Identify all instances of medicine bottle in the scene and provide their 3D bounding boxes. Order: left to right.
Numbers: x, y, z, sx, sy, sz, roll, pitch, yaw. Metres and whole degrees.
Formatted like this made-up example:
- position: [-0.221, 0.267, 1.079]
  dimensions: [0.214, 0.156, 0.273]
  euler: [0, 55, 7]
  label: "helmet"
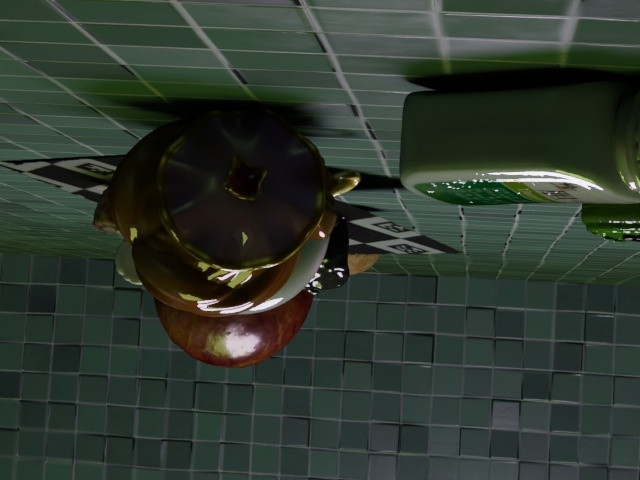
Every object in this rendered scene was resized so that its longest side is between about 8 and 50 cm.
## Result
- position: [0.142, -0.055, 0.974]
  dimensions: [0.183, 0.069, 0.119]
  euler: [-1, 172, 39]
  label: "medicine bottle"

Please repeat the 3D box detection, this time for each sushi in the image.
- position: [-0.087, 0.003, 1.622]
  dimensions: [0.320, 0.069, 0.339]
  euler: [-1, 164, 42]
  label: "sushi"

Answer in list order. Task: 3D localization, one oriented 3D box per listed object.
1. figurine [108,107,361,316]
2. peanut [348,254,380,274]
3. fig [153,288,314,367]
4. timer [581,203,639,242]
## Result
- position: [-0.063, -0.019, 1.223]
  dimensions: [0.189, 0.142, 0.263]
  euler: [-29, 173, 2]
  label: "figurine"
- position: [-0.001, -0.001, 1.902]
  dimensions: [0.192, 0.089, 0.089]
  euler: [7, 175, -40]
  label: "peanut"
- position: [-0.100, 0.043, 2.001]
  dimensions: [0.205, 0.205, 0.205]
  euler: [3, 177, 0]
  label: "fig"
- position: [0.313, -0.020, 1.561]
  dimensions: [0.128, 0.047, 0.140]
  euler: [1, 176, 37]
  label: "timer"
